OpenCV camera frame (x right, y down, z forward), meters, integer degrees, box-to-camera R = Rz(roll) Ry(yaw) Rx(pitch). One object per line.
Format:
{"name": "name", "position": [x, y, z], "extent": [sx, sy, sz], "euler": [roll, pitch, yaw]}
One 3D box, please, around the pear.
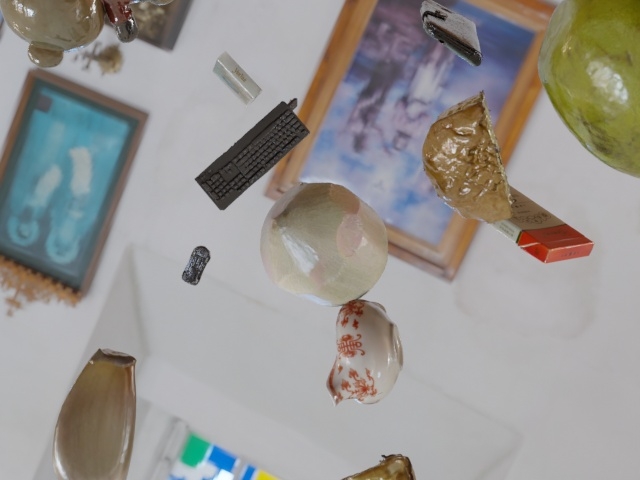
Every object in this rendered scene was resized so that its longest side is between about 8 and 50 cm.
{"name": "pear", "position": [0.482, -0.240, 1.567], "extent": [0.375, 0.287, 0.287], "euler": [63, -172, -8]}

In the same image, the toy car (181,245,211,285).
{"name": "toy car", "position": [-0.258, 0.051, 2.206], "extent": [0.041, 0.093, 0.025], "euler": [26, -160, -4]}

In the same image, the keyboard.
{"name": "keyboard", "position": [-0.109, -0.137, 1.711], "extent": [0.074, 0.196, 0.015], "euler": [51, 173, -24]}

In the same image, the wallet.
{"name": "wallet", "position": [0.331, -0.539, 2.675], "extent": [0.172, 0.045, 0.318], "euler": [30, -156, -8]}

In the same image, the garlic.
{"name": "garlic", "position": [-0.410, 0.343, 1.915], "extent": [0.143, 0.318, 0.112], "euler": [7, -166, -13]}

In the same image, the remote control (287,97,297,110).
{"name": "remote control", "position": [-0.078, -0.242, 2.030], "extent": [0.016, 0.091, 0.034], "euler": [38, 157, 18]}

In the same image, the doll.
{"name": "doll", "position": [-0.414, -0.460, 1.898], "extent": [0.235, 0.330, 0.174], "euler": [65, 170, -7]}

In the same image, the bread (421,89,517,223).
{"name": "bread", "position": [0.255, -0.138, 1.834], "extent": [0.140, 0.229, 0.143], "euler": [-11, -153, 21]}

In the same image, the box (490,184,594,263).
{"name": "box", "position": [0.376, -0.038, 1.963], "extent": [0.139, 0.035, 0.245], "euler": [-8, -143, -41]}

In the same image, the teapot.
{"name": "teapot", "position": [0.071, 0.165, 1.636], "extent": [0.159, 0.116, 0.245], "euler": [63, -164, -18]}

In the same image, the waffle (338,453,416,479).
{"name": "waffle", "position": [0.059, 0.609, 2.071], "extent": [0.077, 0.348, 0.304], "euler": [38, -146, -53]}

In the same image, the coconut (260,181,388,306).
{"name": "coconut", "position": [0.000, 0.000, 1.824], "extent": [0.224, 0.224, 0.234], "euler": [37, 176, 46]}

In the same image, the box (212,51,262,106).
{"name": "box", "position": [-0.143, -0.272, 1.794], "extent": [0.090, 0.024, 0.167], "euler": [46, 176, -8]}
